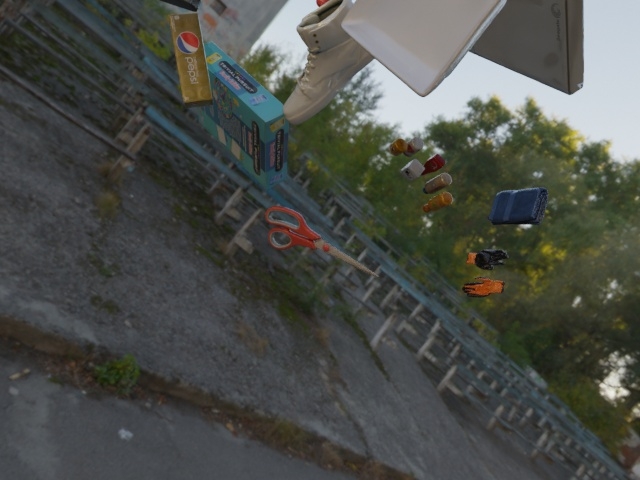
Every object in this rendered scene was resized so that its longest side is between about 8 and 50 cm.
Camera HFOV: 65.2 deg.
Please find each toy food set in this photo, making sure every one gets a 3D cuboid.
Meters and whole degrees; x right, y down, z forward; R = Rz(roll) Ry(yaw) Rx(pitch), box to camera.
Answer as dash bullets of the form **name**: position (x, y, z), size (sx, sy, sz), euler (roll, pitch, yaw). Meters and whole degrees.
- **toy food set**: position (0.277, -0.191, 1.411), size (0.232, 0.111, 0.104), euler (44, -27, -8)

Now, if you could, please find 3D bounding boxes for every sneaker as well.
- **sneaker**: position (-0.015, -0.400, 1.101), size (0.169, 0.293, 0.108), euler (31, 28, -41)

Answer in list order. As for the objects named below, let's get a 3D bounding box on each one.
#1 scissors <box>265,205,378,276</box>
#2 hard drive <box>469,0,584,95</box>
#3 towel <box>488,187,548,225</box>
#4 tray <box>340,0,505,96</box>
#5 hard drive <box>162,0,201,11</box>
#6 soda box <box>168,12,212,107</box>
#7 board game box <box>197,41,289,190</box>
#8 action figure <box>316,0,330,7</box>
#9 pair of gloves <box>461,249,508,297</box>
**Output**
- **scissors**: position (0.000, 0.000, 1.141), size (0.298, 0.108, 0.021), euler (17, 23, 22)
- **hard drive**: position (0.438, -0.488, 1.127), size (0.353, 0.047, 0.233), euler (53, -6, 47)
- **towel**: position (0.356, -0.060, 0.902), size (0.029, 0.067, 0.119), euler (21, -6, -18)
- **tray**: position (0.112, -0.263, 0.565), size (0.030, 0.145, 0.270), euler (23, 26, -32)
- **hard drive**: position (-0.128, -0.286, 0.452), size (0.094, 0.135, 0.022), euler (23, 1, 14)
- **soda box**: position (-0.272, -0.377, 1.055), size (0.058, 0.062, 0.181), euler (-165, -115, -78)
- **board game box**: position (-0.219, -0.335, 1.360), size (0.336, 0.079, 0.253), euler (45, -27, 22)
- **action figure**: position (0.041, -0.673, 1.214), size (0.139, 0.280, 0.091), euler (25, -18, 15)
- **pair of gloves**: position (0.263, 0.052, 0.799), size (0.010, 0.083, 0.074), euler (32, -26, -34)
